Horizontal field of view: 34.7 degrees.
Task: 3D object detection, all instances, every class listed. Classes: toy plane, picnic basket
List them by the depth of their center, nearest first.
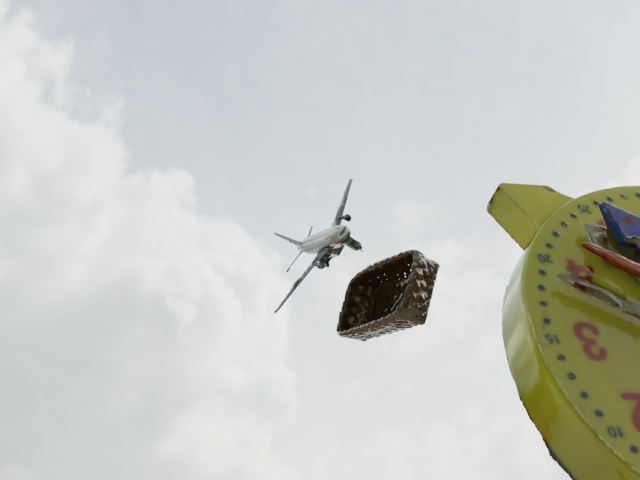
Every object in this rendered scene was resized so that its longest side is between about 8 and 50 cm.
[{"bbox_3d":[0.002,0.002,1.418,0.058,0.226,0.226,35,-16,-21],"label":"toy plane"},{"bbox_3d":[0.094,0.082,1.430,0.054,0.110,0.193,25,-24,-22],"label":"picnic basket"}]

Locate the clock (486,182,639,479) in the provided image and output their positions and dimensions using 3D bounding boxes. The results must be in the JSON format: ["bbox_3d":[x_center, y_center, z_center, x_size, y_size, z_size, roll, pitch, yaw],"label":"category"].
[{"bbox_3d":[0.250,0.064,0.628,0.277,0.293,0.071,-3,-39,-21],"label":"clock"}]
